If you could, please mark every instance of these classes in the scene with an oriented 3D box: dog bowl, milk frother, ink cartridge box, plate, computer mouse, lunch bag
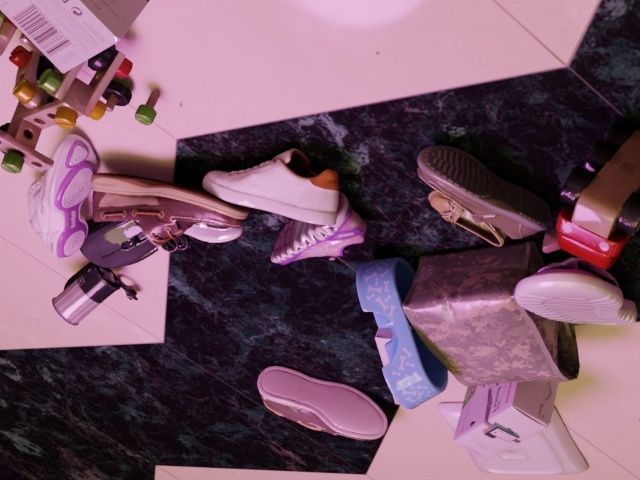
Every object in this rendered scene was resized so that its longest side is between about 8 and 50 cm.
[{"bbox_3d":[0.161,0.168,1.813,0.074,0.166,0.297,-20,83,25],"label":"dog bowl"},{"bbox_3d":[-0.507,0.131,2.168,0.135,0.129,0.143,-40,110,9],"label":"milk frother"},{"bbox_3d":[0.384,0.336,1.967,0.093,0.160,0.219,31,140,-8],"label":"ink cartridge box"},{"bbox_3d":[0.437,0.464,2.186,0.277,0.045,0.278,-7,133,33],"label":"plate"},{"bbox_3d":[-0.433,-0.002,2.034,0.272,0.072,0.188,-17,128,39],"label":"computer mouse"},{"bbox_3d":[0.329,0.158,1.776,0.235,0.169,0.287,-9,128,34],"label":"lunch bag"}]

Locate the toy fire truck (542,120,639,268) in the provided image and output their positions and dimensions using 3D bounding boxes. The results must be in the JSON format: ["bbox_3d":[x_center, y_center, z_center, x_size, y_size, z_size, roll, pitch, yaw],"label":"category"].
[{"bbox_3d":[0.417,-0.034,1.452,0.159,0.217,0.246,28,138,23],"label":"toy fire truck"}]

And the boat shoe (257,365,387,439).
[{"bbox_3d":[0.004,0.398,2.267,0.325,0.116,0.096,19,147,11],"label":"boat shoe"}]

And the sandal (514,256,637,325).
[{"bbox_3d":[0.428,0.075,1.596,0.169,0.102,0.416,-2,167,24],"label":"sandal"}]

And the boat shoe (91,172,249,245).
[{"bbox_3d":[-0.297,-0.049,1.834,0.342,0.123,0.123,11,96,20],"label":"boat shoe"}]

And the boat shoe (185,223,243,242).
[{"bbox_3d":[-0.243,-0.048,1.902,0.184,0.066,0.063,17,144,23],"label":"boat shoe"}]

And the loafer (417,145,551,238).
[{"bbox_3d":[0.262,-0.069,1.597,0.251,0.094,0.087,29,137,-9],"label":"loafer"}]

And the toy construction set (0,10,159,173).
[{"bbox_3d":[-0.468,-0.244,1.583,0.258,0.237,0.309,11,156,21],"label":"toy construction set"}]

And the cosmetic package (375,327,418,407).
[{"bbox_3d":[0.174,0.242,2.009,0.061,0.098,0.239,6,139,23],"label":"cosmetic package"}]

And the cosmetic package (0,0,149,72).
[{"bbox_3d":[-0.360,-0.385,1.452,0.151,0.183,0.151,-16,128,40],"label":"cosmetic package"}]

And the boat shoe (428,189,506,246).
[{"bbox_3d":[0.257,-0.041,1.669,0.153,0.048,0.056,28,141,-8],"label":"boat shoe"}]

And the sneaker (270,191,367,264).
[{"bbox_3d":[0.000,0.000,1.816,0.105,0.095,0.236,33,140,-26],"label":"sneaker"}]

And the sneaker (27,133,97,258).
[{"bbox_3d":[-0.542,-0.102,1.934,0.152,0.114,0.305,40,133,19],"label":"sneaker"}]

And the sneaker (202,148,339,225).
[{"bbox_3d":[-0.085,-0.114,1.738,0.290,0.106,0.123,14,100,29],"label":"sneaker"}]
